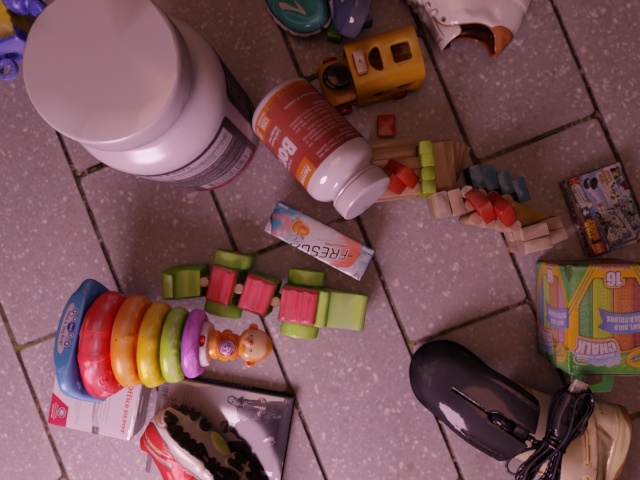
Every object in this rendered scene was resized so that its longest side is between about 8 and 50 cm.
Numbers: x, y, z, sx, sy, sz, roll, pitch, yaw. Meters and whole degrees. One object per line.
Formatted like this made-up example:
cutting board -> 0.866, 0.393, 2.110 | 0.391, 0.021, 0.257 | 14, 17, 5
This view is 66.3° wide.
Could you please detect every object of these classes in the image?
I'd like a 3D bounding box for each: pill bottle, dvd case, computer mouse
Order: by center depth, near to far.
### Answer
pill bottle -> -0.218, -0.188, 0.690 | 0.210, 0.363, 0.210 | 0, 90, 3
computer mouse -> 0.250, 0.244, 0.752 | 0.272, 0.072, 0.188 | 27, 90, 33
pill bottle -> 0.002, -0.140, 0.760 | 0.121, 0.121, 0.216 | -42, 75, 3
dvd case -> -0.175, 0.338, 0.859 | 0.239, 0.029, 0.179 | 10, 91, 4

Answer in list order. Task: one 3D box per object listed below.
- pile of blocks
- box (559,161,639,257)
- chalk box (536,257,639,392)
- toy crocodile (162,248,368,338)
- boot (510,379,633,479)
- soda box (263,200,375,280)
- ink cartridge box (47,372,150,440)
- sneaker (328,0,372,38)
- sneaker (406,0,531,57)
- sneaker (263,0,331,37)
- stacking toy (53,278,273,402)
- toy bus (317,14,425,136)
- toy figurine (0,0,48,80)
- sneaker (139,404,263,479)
pile of blocks -> 0.238, -0.086, 0.789 | 0.362, 0.112, 0.148 | 20, 92, 3
box -> 0.470, -0.050, 0.817 | 0.094, 0.027, 0.137 | -19, 89, 2
chalk box -> 0.428, 0.138, 0.769 | 0.133, 0.132, 0.212 | -2, 90, 4
toy crocodile -> -0.091, 0.091, 0.814 | 0.341, 0.105, 0.115 | 13, 91, 3
boot -> 0.361, 0.368, 0.796 | 0.204, 0.095, 0.261 | 13, 99, 8
soda box -> 0.000, 0.000, 0.828 | 0.183, 0.063, 0.058 | 27, 92, 3
ink cartridge box -> -0.379, 0.271, 0.853 | 0.151, 0.063, 0.109 | 11, 91, 3
sneaker -> 0.007, -0.465, 0.757 | 0.131, 0.112, 0.318 | 2, 75, -23
sneaker -> 0.184, -0.389, 0.793 | 0.290, 0.106, 0.123 | 25, 93, 4
sneaker -> -0.071, -0.466, 0.806 | 0.107, 0.110, 0.275 | -27, 90, 6
stacking toy -> -0.225, 0.161, 0.759 | 0.302, 0.165, 0.175 | 2, 65, 1
toy bus -> 0.070, -0.277, 0.801 | 0.191, 0.104, 0.202 | 28, 92, 3
toy figurine -> -0.585, -0.365, 0.807 | 0.363, 0.191, 0.217 | -17, 94, 5
sneaker -> -0.189, 0.400, 0.812 | 0.118, 0.107, 0.279 | -42, 85, 22
